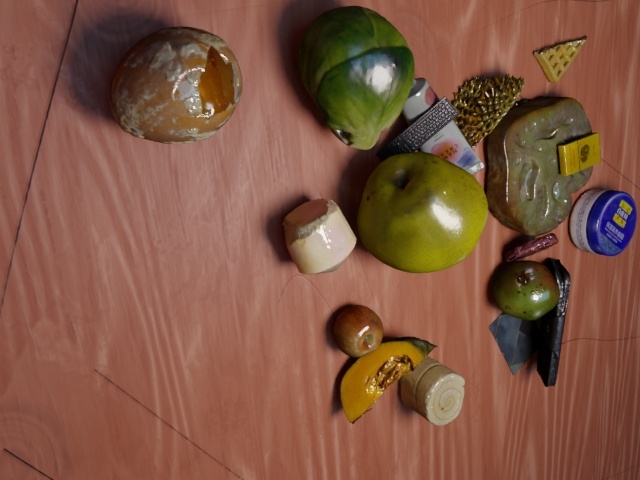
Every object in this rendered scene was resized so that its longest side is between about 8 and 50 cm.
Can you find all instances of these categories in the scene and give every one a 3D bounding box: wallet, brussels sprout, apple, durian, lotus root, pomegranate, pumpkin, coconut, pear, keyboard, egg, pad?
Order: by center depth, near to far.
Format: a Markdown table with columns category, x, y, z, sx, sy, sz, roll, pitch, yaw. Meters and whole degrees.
| category | x | y | z | sx | sy | sz | roll | pitch | yaw |
| --- | --- | --- | --- | --- | --- | --- | --- | --- | --- |
| egg | -0.245 | -0.261 | 0.925 | 0.233 | 0.195 | 0.194 | -30 | 116 | -23 |
| brussels sprout | 0.076 | -0.328 | 1.098 | 0.220 | 0.210 | 0.271 | -18 | 127 | -21 |
| coconut | 0.000 | 0.000 | 1.167 | 0.147 | 0.147 | 0.152 | -37 | 120 | -18 |
| pear | 0.227 | -0.055 | 1.218 | 0.294 | 0.294 | 0.294 | -8 | 107 | -29 |
| keyboard | 0.226 | -0.246 | 1.258 | 0.202 | 0.011 | 0.067 | -39 | 127 | 17 |
| apple | 0.094 | 0.217 | 1.302 | 0.126 | 0.102 | 0.126 | -9 | 107 | -30 |
| durian | 0.427 | -0.336 | 1.362 | 0.252 | 0.144 | 0.139 | -61 | 145 | -10 |
| pumpkin | 0.163 | 0.326 | 1.388 | 0.278 | 0.111 | 0.163 | -45 | 163 | 8 |
| lotus root | 0.597 | -0.216 | 1.493 | 0.375 | 0.111 | 0.390 | 26 | 89 | -30 |
| pomegranate | 0.589 | 0.154 | 1.554 | 0.180 | 0.180 | 0.209 | -48 | 148 | -12 |
| wallet | 0.705 | 0.253 | 1.646 | 0.051 | 0.197 | 0.377 | 4 | 104 | 13 |
| pad | 0.620 | 0.296 | 1.695 | 0.164 | 0.004 | 0.243 | -42 | 120 | -15 |

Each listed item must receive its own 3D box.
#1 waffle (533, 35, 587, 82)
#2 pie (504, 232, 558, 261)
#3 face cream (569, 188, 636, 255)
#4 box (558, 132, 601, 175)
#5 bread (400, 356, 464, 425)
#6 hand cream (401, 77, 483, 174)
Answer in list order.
| category | x | y | z | sx | sy | sz | roll | pitch | yaw |
| --- | --- | --- | --- | --- | --- | --- | --- | --- | --- |
| waffle | 0.671 | -0.544 | 1.495 | 0.125 | 0.032 | 0.191 | 41 | 78 | -30 |
| pie | 0.602 | 0.021 | 1.544 | 0.154 | 0.153 | 0.038 | -13 | 75 | -28 |
| face cream | 0.884 | -0.059 | 1.697 | 0.206 | 0.111 | 0.205 | -8 | 106 | -30 |
| box | 0.714 | -0.238 | 1.484 | 0.155 | 0.023 | 0.086 | -20 | 105 | -26 |
| bread | 0.294 | 0.399 | 1.448 | 0.134 | 0.141 | 0.148 | 8 | 97 | -28 |
| hand cream | 0.274 | -0.263 | 1.296 | 0.124 | 0.077 | 0.340 | -33 | 121 | 12 |
